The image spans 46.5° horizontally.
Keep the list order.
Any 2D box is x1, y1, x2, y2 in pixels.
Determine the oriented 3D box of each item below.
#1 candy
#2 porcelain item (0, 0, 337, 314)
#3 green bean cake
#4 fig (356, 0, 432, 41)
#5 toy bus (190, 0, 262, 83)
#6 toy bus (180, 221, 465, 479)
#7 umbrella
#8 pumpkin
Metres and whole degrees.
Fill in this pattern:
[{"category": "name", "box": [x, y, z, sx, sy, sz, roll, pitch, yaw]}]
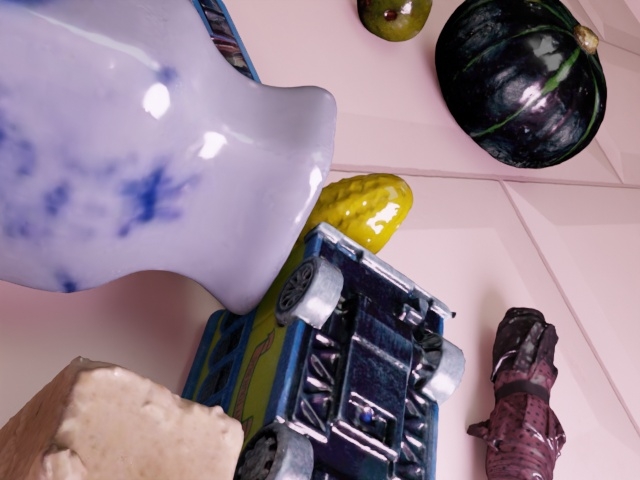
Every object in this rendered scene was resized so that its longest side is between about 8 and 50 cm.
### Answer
[{"category": "candy", "box": [0.000, 0.000, 0.681, 0.106, 0.199, 0.094, 11, 56, -50]}, {"category": "porcelain item", "box": [-0.207, -0.096, 0.521, 0.405, 0.242, 0.178, 21, 25, -17]}, {"category": "green bean cake", "box": [-0.137, 0.148, 0.432, 0.109, 0.179, 0.085, 30, 43, -24]}, {"category": "fig", "box": [0.129, -0.372, 1.184, 0.156, 0.123, 0.123, 2, 58, -58]}, {"category": "toy bus", "box": [-0.126, -0.143, 0.738, 0.134, 0.113, 0.246, -4, 64, -51]}, {"category": "toy bus", "box": [-0.016, 0.160, 0.533, 0.152, 0.190, 0.312, 35, 40, -20]}, {"category": "umbrella", "box": [0.225, 0.200, 0.823, 0.094, 0.090, 0.326, 40, 39, -18]}, {"category": "pumpkin", "box": [0.336, -0.272, 1.208, 0.315, 0.238, 0.315, 29, 44, -32]}]
